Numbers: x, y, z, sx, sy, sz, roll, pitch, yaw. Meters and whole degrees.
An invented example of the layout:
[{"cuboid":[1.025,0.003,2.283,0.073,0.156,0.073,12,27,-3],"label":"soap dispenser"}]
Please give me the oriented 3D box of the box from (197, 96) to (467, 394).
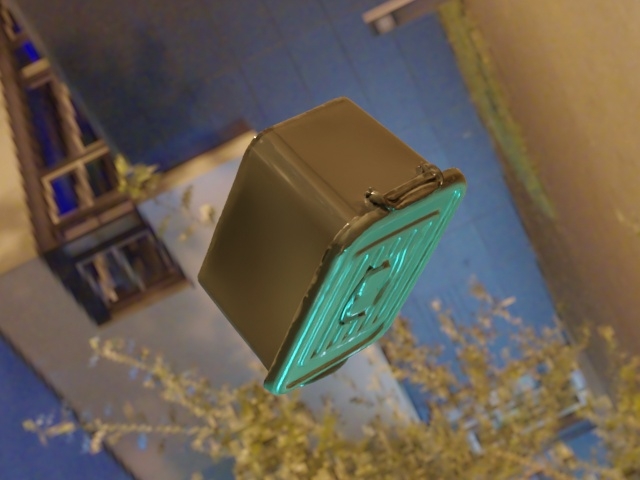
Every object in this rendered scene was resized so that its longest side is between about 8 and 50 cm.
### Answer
[{"cuboid":[0.000,0.000,1.162,0.135,0.163,0.243,46,138,20],"label":"box"}]
